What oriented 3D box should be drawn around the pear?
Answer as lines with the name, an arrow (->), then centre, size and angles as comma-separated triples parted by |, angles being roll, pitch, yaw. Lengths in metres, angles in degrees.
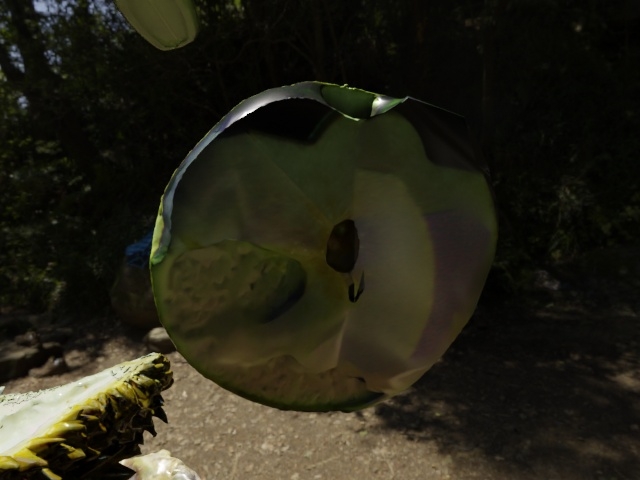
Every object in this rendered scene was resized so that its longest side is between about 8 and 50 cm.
pear -> -0.002, 0.003, 0.593 | 0.399, 0.398, 0.165 | -5, 19, -20

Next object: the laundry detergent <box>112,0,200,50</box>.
laundry detergent -> -0.232, -0.396, 0.651 | 0.091, 0.253, 0.181 | -18, -24, 8

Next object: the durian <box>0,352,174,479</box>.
durian -> -0.230, 0.156, 0.277 | 0.307, 0.172, 0.166 | -11, 34, -29

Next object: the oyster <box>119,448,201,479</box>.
oyster -> -0.125, 0.331, 0.408 | 0.276, 0.100, 0.271 | 4, 48, 23
